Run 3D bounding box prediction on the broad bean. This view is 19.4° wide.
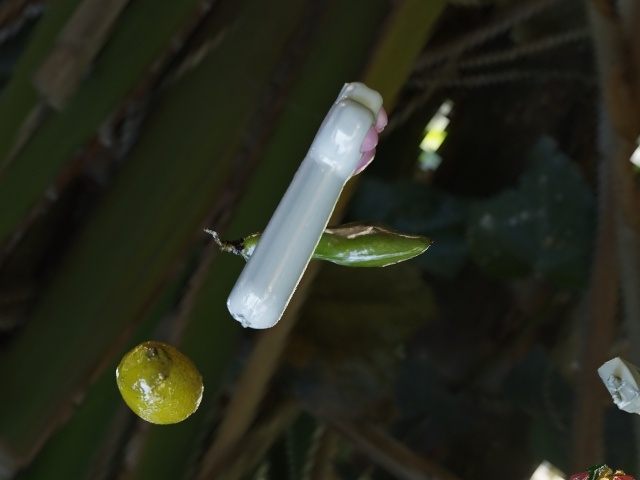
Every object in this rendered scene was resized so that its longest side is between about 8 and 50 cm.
[{"bbox_3d":[0.001,0.007,2.650,0.325,0.067,0.075,-3,-178,15],"label":"broad bean"}]

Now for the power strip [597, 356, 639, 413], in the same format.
[{"bbox_3d":[0.318,0.151,1.885,0.047,0.030,0.191,61,-165,23],"label":"power strip"}]

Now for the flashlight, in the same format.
[{"bbox_3d":[-0.007,-0.023,1.392,0.047,0.200,0.093,28,172,-1],"label":"flashlight"}]

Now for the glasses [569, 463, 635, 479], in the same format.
[{"bbox_3d":[0.235,0.313,1.897,0.255,0.162,0.095,-18,133,37],"label":"glasses"}]

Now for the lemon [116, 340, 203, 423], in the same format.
[{"bbox_3d":[-0.163,0.148,1.919,0.082,0.082,0.110,35,169,37],"label":"lemon"}]
